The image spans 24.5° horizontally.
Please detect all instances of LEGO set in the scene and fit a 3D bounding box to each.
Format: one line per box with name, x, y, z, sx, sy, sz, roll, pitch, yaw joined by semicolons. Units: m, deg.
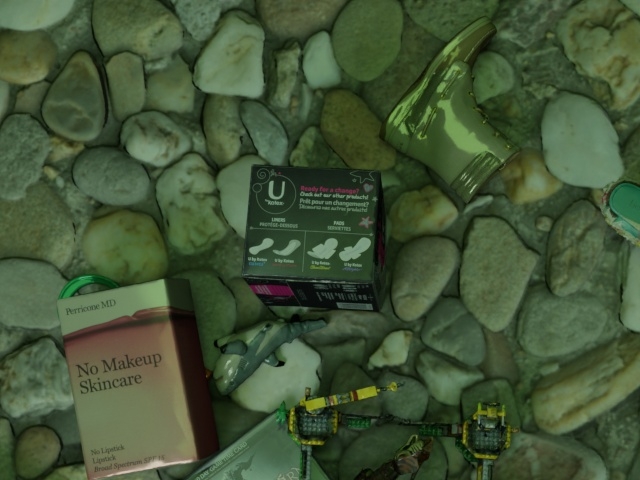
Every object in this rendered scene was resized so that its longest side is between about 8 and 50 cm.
LEGO set;0.097;0.293;1.768;0.331;0.192;0.254;12;77;-1

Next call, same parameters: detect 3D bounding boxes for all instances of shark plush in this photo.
shark plush;-0.071;0.139;1.921;0.161;0.073;0.067;-26;98;-21

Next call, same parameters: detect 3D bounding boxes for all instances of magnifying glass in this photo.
magnifying glass;-0.245;0.125;1.939;0.231;0.026;0.092;31;83;12

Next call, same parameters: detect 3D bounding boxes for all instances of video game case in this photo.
video game case;-0.048;0.379;1.858;0.196;0.026;0.274;-37;83;-7

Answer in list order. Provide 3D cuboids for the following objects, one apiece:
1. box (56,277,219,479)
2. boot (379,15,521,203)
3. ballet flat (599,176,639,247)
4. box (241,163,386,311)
box;-0.228;0.172;1.854;0.149;0.127;0.232;-12;87;8
boot;0.202;-0.172;1.932;0.165;0.077;0.213;39;89;11
ballet flat;0.461;0.002;1.876;0.241;0.077;0.091;39;86;8
box;0.000;0.000;1.827;0.163;0.247;0.142;3;80;5
